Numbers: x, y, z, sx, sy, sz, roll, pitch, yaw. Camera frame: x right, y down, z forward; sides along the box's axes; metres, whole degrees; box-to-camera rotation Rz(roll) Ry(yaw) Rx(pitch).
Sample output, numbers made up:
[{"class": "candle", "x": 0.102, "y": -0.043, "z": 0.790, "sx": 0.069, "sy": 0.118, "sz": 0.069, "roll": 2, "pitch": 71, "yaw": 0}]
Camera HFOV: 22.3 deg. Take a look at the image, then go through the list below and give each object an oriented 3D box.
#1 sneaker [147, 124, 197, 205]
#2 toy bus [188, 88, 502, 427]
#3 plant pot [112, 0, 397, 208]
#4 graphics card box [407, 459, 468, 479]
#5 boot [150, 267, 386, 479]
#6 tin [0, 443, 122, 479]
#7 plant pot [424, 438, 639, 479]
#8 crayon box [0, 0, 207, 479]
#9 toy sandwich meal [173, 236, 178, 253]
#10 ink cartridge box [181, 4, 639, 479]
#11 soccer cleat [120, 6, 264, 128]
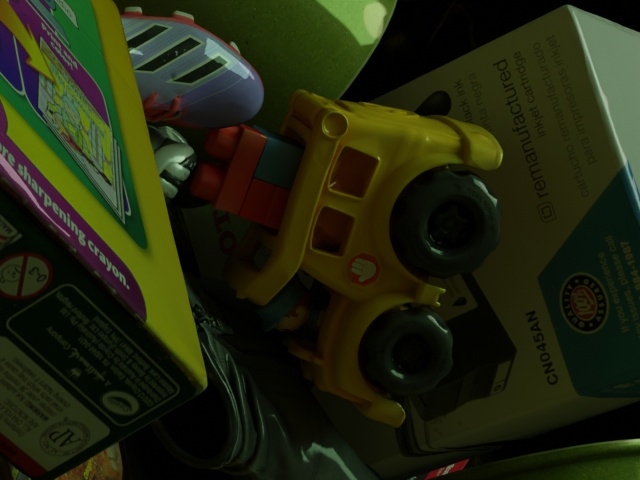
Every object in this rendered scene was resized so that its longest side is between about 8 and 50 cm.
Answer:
[{"class": "sneaker", "x": -0.165, "y": -0.075, "z": 1.159, "sx": 0.132, "sy": 0.086, "sz": 0.228, "roll": 35, "pitch": -8, "yaw": -11}, {"class": "toy bus", "x": 0.000, "y": 0.000, "z": 1.155, "sx": 0.211, "sy": 0.220, "sz": 0.149, "roll": 15, "pitch": 9, "yaw": -18}, {"class": "plant pot", "x": -0.134, "y": -0.223, "z": 1.306, "sx": 0.293, "sy": 0.275, "sz": 0.275, "roll": 42, "pitch": 15, "yaw": -24}, {"class": "graphics card box", "x": 0.039, "y": 0.091, "z": 1.656, "sx": 0.233, "sy": 0.094, "sz": 0.371, "roll": -45, "pitch": 113, "yaw": -48}, {"class": "boot", "x": -0.045, "y": 0.160, "z": 1.156, "sx": 0.338, "sy": 0.118, "sz": 0.223, "roll": 54, "pitch": 6, "yaw": 17}, {"class": "tin", "x": -0.144, "y": 0.104, "z": 0.818, "sx": 0.190, "sy": 0.040, "sz": 0.106, "roll": -93, "pitch": 160, "yaw": -72}, {"class": "plant pot", "x": 0.217, "y": 0.393, "z": 1.418, "sx": 0.366, "sy": 0.366, "sz": 0.353, "roll": 49, "pitch": 28, "yaw": -67}, {"class": "crayon box", "x": -0.208, "y": -0.114, "z": 0.717, "sx": 0.363, "sy": 0.106, "sz": 0.313, "roll": 51, "pitch": 13, "yaw": -42}, {"class": "toy sandwich meal", "x": -0.143, "y": -0.015, "z": 1.327, "sx": 0.085, "sy": 0.029, "sz": 0.085, "roll": -21, "pitch": 90, "yaw": -89}, {"class": "ink cartridge box", "x": 0.108, "y": 0.026, "z": 1.330, "sx": 0.166, "sy": 0.395, "sz": 0.285, "roll": 6, "pitch": 64, "yaw": -57}, {"class": "soccer cleat", "x": -0.150, "y": -0.111, "z": 1.028, "sx": 0.248, "sy": 0.083, "sz": 0.095, "roll": 22, "pitch": 46, "yaw": -25}]
